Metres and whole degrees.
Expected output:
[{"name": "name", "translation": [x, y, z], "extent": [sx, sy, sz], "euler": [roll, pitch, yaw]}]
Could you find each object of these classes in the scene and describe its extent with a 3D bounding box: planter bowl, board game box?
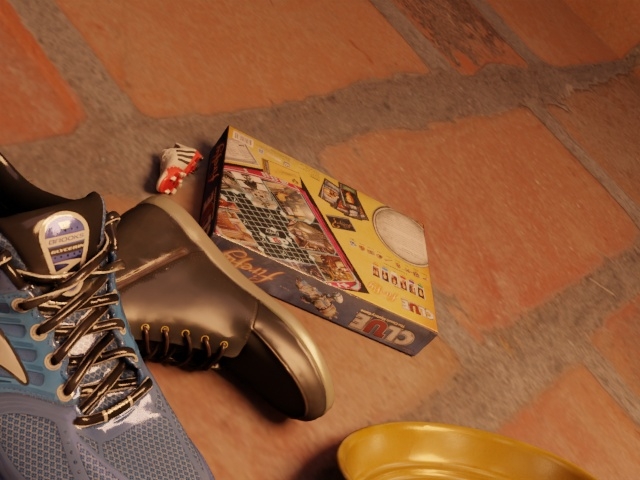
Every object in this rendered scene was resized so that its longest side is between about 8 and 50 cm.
[{"name": "planter bowl", "translation": [0.111, 0.218, 0.648], "extent": [0.217, 0.090, 0.217], "euler": [9, 9, -1]}, {"name": "board game box", "translation": [0.000, 0.000, 0.860], "extent": [0.243, 0.042, 0.165], "euler": [26, 37, -21]}]

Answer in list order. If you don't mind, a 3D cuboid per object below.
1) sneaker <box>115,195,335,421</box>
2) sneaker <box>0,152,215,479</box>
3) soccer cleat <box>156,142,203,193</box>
[{"name": "sneaker", "translation": [-0.097, 0.079, 0.667], "extent": [0.222, 0.083, 0.118], "euler": [44, 49, 2]}, {"name": "sneaker", "translation": [-0.177, 0.054, 0.541], "extent": [0.330, 0.147, 0.130], "euler": [48, 35, 9]}, {"name": "soccer cleat", "translation": [-0.140, -0.069, 0.820], "extent": [0.036, 0.029, 0.083], "euler": [31, 31, 1]}]
